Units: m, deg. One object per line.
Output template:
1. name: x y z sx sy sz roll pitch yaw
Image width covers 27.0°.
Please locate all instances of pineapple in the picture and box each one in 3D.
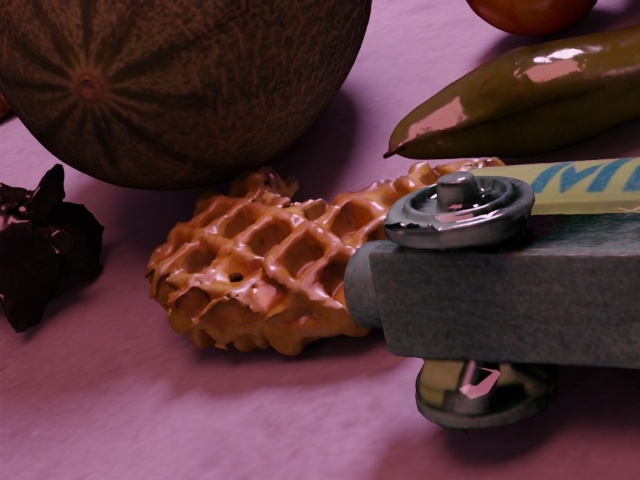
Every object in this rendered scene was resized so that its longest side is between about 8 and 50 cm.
1. pineapple: -0.234 -0.009 0.827 0.237 0.111 0.119 16 78 40

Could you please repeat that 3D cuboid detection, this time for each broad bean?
1. broad bean: 0.186 -0.098 0.699 0.325 0.067 0.075 -18 41 3

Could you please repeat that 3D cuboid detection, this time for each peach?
1. peach: 0.142 -0.161 0.846 0.098 0.061 0.098 -32 6 4

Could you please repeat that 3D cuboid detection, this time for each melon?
1. melon: -0.087 -0.157 0.821 0.237 0.237 0.301 -14 27 19

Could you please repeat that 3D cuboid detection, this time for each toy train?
1. toy train: 0.140 0.006 0.515 0.253 0.105 0.157 -2 20 37

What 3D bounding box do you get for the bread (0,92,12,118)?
1. bread: -0.232 -0.184 1.172 0.105 0.076 0.233 5 40 46

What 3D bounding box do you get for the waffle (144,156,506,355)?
1. waffle: -0.002 -0.003 0.681 0.194 0.051 0.149 -8 32 29
